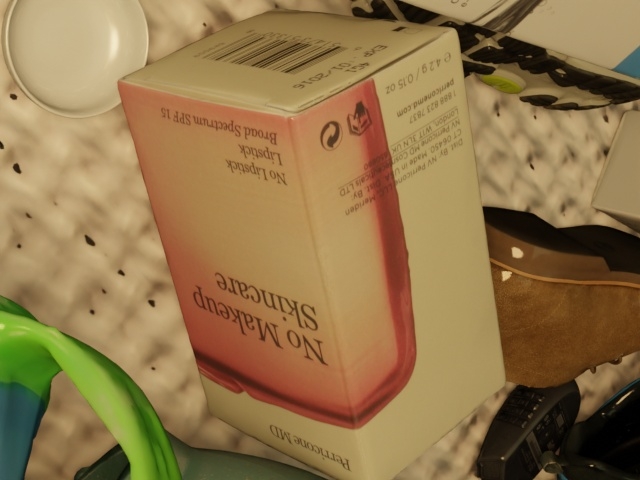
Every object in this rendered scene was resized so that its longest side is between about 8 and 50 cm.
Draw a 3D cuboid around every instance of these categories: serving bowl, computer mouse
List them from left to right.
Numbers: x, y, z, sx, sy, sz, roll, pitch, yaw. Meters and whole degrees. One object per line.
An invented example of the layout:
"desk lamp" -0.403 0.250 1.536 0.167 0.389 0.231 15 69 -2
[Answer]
"serving bowl" -0.136 -0.108 0.622 0.083 0.027 0.083 -9 105 -37
"computer mouse" 0.116 0.192 0.889 0.242 0.041 0.071 -45 142 -16

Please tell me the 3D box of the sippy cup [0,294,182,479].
"sippy cup" -0.215 0.148 0.434 0.240 0.305 0.224 10 63 -41

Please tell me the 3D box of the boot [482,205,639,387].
"boot" 0.219 0.054 0.906 0.305 0.112 0.115 9 109 -32

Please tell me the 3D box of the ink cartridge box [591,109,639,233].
"ink cartridge box" 0.358 -0.020 0.948 0.219 0.160 0.092 24 87 -39

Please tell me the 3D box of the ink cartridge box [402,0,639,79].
"ink cartridge box" 0.110 -0.233 0.649 0.307 0.129 0.223 8 52 -37

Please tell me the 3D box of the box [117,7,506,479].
"box" 0.000 0.000 0.658 0.127 0.149 0.232 -32 123 -35

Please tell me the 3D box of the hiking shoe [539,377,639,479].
"hiking shoe" 0.324 0.142 0.920 0.304 0.113 0.132 -32 139 -6

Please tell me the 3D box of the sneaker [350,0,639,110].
"sneaker" 0.122 -0.173 0.788 0.279 0.107 0.118 16 71 -43

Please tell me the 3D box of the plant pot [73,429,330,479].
"plant pot" -0.081 0.223 0.602 0.196 0.293 0.293 47 68 -7
